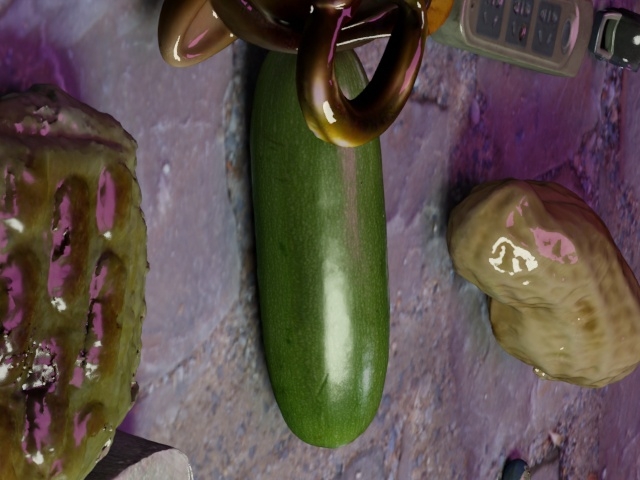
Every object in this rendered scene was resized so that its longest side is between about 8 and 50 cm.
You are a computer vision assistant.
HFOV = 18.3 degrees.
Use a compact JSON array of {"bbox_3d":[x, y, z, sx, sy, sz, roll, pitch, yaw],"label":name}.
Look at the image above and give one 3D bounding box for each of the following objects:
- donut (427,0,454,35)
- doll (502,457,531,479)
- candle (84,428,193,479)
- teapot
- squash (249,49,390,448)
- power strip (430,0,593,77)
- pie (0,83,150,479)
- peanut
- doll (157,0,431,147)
[{"bbox_3d":[0.066,-0.235,1.619,0.140,0.059,0.140,-25,121,-53],"label":"donut"},{"bbox_3d":[0.197,0.286,2.047,0.037,0.027,0.125,-11,109,-65],"label":"doll"},{"bbox_3d":[-0.165,0.217,1.383,0.168,0.068,0.192,51,55,-56],"label":"candle"},{"bbox_3d":[0.312,-0.208,2.045,0.088,0.066,0.057,13,107,-38],"label":"teapot"},{"bbox_3d":[0.000,0.000,1.547,0.107,0.107,0.395,-34,130,-50],"label":"squash"},{"bbox_3d":[0.175,-0.204,1.826,0.286,0.048,0.080,5,95,-58],"label":"power strip"},{"bbox_3d":[-0.198,0.051,1.249,0.306,0.071,0.306,-11,104,-53],"label":"pie"},{"bbox_3d":[0.216,0.036,1.891,0.153,0.140,0.325,-36,139,11],"label":"peanut"},{"bbox_3d":[-0.011,-0.260,1.298,0.339,0.209,0.318,87,15,-52],"label":"doll"}]
